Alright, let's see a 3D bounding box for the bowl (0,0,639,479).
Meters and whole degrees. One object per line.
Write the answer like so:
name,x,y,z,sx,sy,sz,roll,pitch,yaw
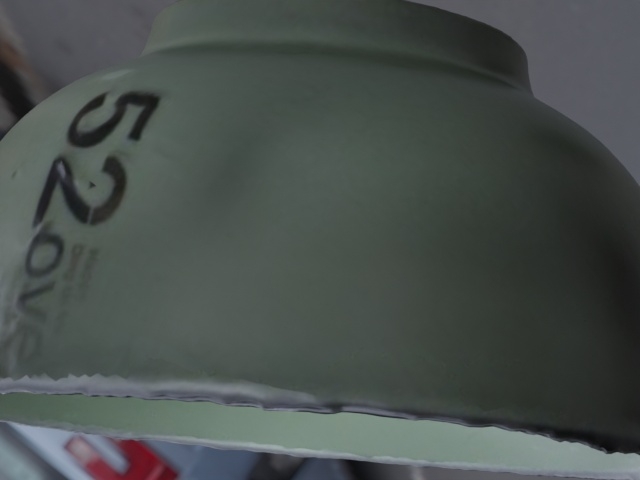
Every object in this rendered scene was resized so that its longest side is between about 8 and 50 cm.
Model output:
bowl,0.000,0.000,0.840,0.354,0.185,0.354,6,171,1
